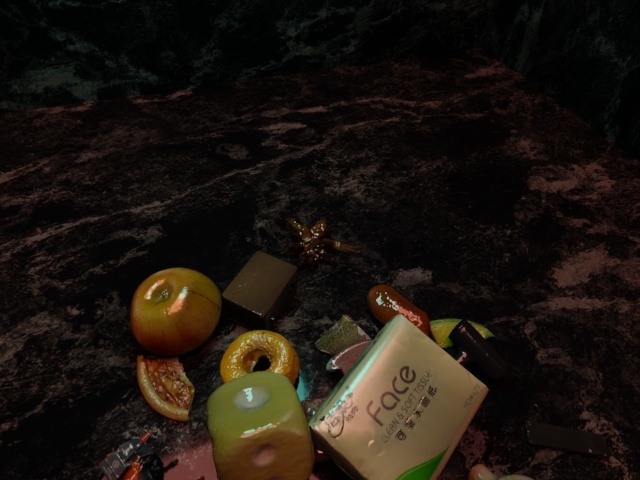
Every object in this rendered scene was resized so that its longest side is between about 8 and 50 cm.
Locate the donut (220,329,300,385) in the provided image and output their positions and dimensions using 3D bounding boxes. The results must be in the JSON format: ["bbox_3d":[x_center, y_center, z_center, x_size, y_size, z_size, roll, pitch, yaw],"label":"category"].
[{"bbox_3d":[-0.193,0.393,1.244,0.254,0.118,0.253,-8,47,9],"label":"donut"}]

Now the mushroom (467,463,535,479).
[{"bbox_3d":[0.464,0.685,1.002,0.207,0.209,0.206,10,73,-36],"label":"mushroom"}]

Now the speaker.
[{"bbox_3d":[-0.204,0.180,1.390,0.193,0.153,0.230,22,51,15],"label":"speaker"}]

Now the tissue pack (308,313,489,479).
[{"bbox_3d":[0.206,0.465,1.087,0.332,0.205,0.405,40,62,11],"label":"tissue pack"}]

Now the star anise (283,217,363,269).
[{"bbox_3d":[0.004,0.008,1.557,0.347,0.148,0.237,20,53,26],"label":"star anise"}]

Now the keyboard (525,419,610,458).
[{"bbox_3d":[0.728,0.591,1.186,0.231,0.023,0.072,9,43,4],"label":"keyboard"}]

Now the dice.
[{"bbox_3d":[-0.156,0.498,1.021,0.227,0.233,0.238,-13,19,-17],"label":"dice"}]

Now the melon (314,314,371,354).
[{"bbox_3d":[0.079,0.304,1.336,0.203,0.139,0.093,-5,28,-5],"label":"melon"}]

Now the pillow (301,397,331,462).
[{"bbox_3d":[0.009,0.550,1.161,0.118,0.043,0.184,-3,46,-9],"label":"pillow"}]

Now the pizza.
[{"bbox_3d":[-0.470,0.439,1.215,0.134,0.056,0.271,-31,59,-17],"label":"pizza"}]

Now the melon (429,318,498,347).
[{"bbox_3d":[0.487,0.322,1.383,0.262,0.053,0.113,3,57,-1],"label":"melon"}]

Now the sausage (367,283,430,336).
[{"bbox_3d":[0.264,0.254,1.377,0.133,0.133,0.258,-35,60,-28],"label":"sausage"}]

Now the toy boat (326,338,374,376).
[{"bbox_3d":[0.136,0.403,1.274,0.228,0.085,0.155,-22,71,-13],"label":"toy boat"}]

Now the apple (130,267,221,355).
[{"bbox_3d":[-0.457,0.221,1.269,0.286,0.233,0.285,-5,57,8],"label":"apple"}]

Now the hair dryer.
[{"bbox_3d":[0.451,0.406,1.286,0.251,0.089,0.197,-39,75,-14],"label":"hair dryer"}]

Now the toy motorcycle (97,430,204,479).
[{"bbox_3d":[-0.417,0.635,1.001,0.326,0.147,0.221,40,80,20],"label":"toy motorcycle"}]
